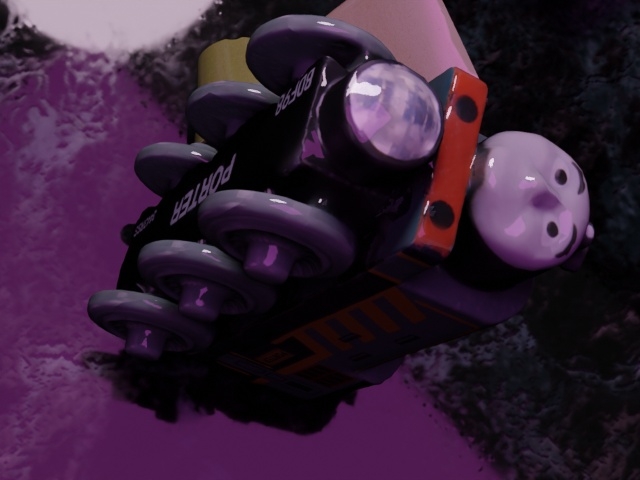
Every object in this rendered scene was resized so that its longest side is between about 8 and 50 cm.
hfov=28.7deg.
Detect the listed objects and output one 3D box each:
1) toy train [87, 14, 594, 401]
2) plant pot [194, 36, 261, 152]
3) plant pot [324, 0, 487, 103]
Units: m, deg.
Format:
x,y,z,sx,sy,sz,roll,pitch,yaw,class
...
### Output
x,y,z,sx,sy,sz,roll,pitch,yaw,class
0.000,0.000,0.694,0.190,0.334,0.142,22,65,-20,toy train
-0.051,-0.090,0.835,0.083,0.083,0.079,-5,63,-13,plant pot
0.040,-0.110,0.845,0.096,0.109,0.109,-22,80,-5,plant pot
